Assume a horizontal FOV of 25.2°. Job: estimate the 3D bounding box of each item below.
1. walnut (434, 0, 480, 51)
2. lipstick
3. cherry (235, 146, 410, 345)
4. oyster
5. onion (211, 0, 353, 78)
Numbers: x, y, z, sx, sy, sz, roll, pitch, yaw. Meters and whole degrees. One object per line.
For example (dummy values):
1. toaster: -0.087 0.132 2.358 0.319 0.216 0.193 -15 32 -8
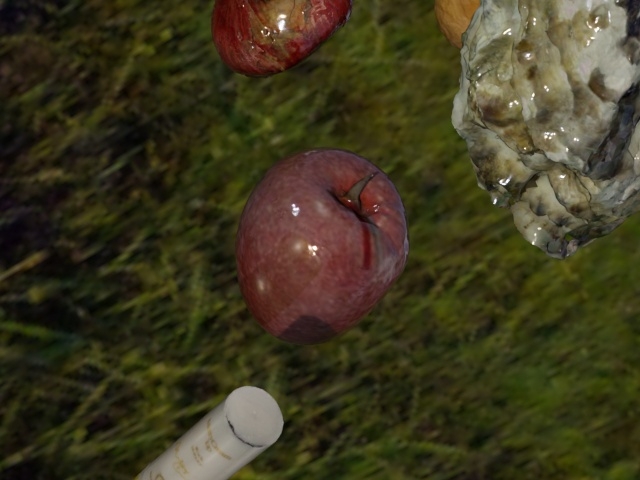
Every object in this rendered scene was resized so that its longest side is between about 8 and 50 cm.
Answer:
1. walnut: 0.209 -0.271 1.683 0.144 0.144 0.180 46 2 -40
2. lipstick: -0.116 0.206 1.302 0.059 0.264 0.059 16 56 -24
3. cherry: 0.000 0.000 1.748 0.213 0.285 0.236 41 47 9
4. oyster: 0.177 -0.111 0.889 0.112 0.198 0.267 54 -11 43
5. onion: -0.056 -0.281 1.650 0.147 0.184 0.184 55 18 -34
